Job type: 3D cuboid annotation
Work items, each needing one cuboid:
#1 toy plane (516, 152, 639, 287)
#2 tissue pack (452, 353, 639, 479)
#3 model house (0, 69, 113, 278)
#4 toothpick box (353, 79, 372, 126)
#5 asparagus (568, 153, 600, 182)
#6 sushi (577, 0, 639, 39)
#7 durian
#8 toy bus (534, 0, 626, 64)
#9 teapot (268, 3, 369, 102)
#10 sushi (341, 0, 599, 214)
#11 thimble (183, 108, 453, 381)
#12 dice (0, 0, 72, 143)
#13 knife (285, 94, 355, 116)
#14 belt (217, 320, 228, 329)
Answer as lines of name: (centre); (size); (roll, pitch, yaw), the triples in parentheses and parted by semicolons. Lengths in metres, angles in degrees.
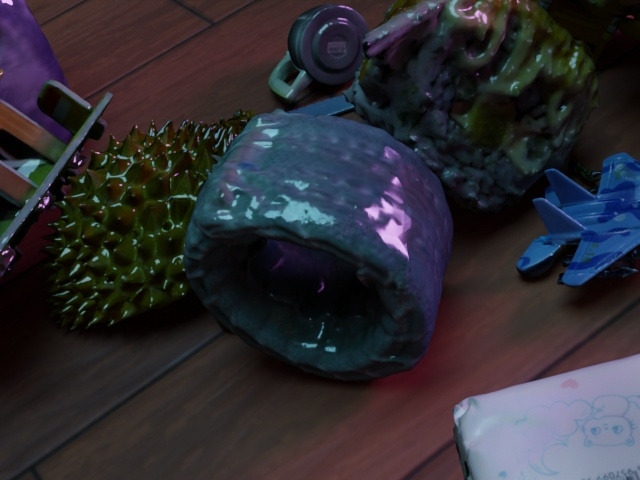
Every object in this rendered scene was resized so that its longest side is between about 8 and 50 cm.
toy plane: (0.293, -0.020, 0.885); (0.246, 0.078, 0.169); (2, 45, 31)
tissue pack: (0.237, 0.172, 0.669); (0.271, 0.124, 0.201); (-14, 40, 3)
model house: (-0.395, -0.111, 0.965); (0.340, 0.323, 0.300); (-43, 18, 51)
toothpick box: (0.124, -0.155, 1.084); (0.153, 0.101, 0.101); (-26, 42, -7)
asparagus: (0.245, -0.085, 1.027); (0.014, 0.015, 0.114); (-22, 40, -7)
sushi: (0.430, -0.272, 0.947); (0.328, 0.328, 0.285); (-32, 36, 48)
durian: (-0.141, -0.028, 1.033); (0.172, 0.166, 0.306); (36, 66, 9)
toy bus: (0.280, -0.289, 1.161); (0.098, 0.114, 0.201); (17, 45, -5)
teapot: (-0.013, -0.228, 1.225); (0.124, 0.092, 0.091); (-26, 25, -18)
sushi: (0.131, -0.142, 0.954); (0.184, 0.274, 0.139); (-54, 29, 5)
thimble: (0.000, 0.000, 0.866); (0.198, 0.235, 0.143); (-31, 28, 42)
dice: (-0.464, -0.210, 1.228); (0.271, 0.270, 0.270); (-28, 43, -11)
knife: (-0.070, -0.124, 1.188); (0.313, 0.019, 0.044); (-19, 38, -3)
belt: (-0.065, 0.050, 0.980); (0.083, 0.036, 0.059); (-30, 36, -13)
